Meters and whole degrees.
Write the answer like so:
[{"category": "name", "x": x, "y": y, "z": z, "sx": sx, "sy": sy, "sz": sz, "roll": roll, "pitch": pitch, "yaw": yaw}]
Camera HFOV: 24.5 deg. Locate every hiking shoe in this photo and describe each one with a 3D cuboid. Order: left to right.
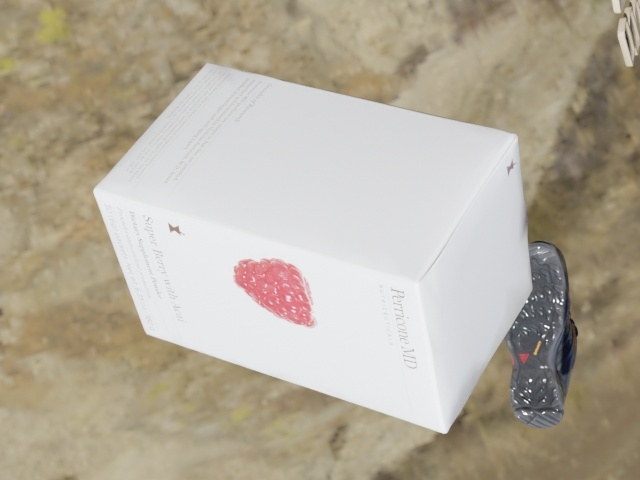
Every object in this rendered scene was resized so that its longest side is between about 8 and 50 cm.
[{"category": "hiking shoe", "x": 0.261, "y": 0.102, "z": 1.756, "sx": 0.086, "sy": 0.227, "sz": 0.114, "roll": 4, "pitch": -163, "yaw": 17}]

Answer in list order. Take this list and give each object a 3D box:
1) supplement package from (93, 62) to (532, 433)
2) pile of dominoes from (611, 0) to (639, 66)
[{"category": "supplement package", "x": 0.000, "y": 0.000, "z": 1.186, "sx": 0.175, "sy": 0.293, "sz": 0.177, "roll": -54, "pitch": 146, "yaw": -35}, {"category": "pile of dominoes", "x": 0.344, "y": -0.322, "z": 1.686, "sx": 0.040, "sy": 0.196, "sz": 0.251, "roll": -1, "pitch": -151, "yaw": 24}]
